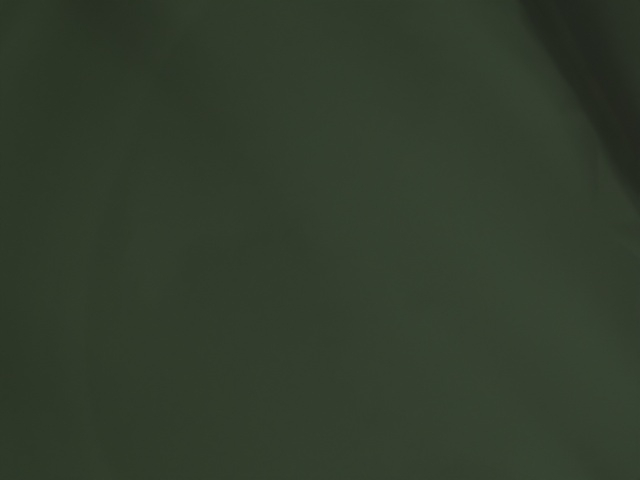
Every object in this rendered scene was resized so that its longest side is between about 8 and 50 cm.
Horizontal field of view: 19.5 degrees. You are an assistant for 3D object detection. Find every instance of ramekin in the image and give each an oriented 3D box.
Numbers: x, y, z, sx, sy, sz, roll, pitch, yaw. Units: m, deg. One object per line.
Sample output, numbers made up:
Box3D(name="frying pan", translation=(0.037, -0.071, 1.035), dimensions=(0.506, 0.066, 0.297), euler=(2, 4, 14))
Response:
Box3D(name="ramekin", translation=(0.000, 0.000, 0.468), dimensions=(0.273, 0.273, 0.127), euler=(21, 178, -33))
